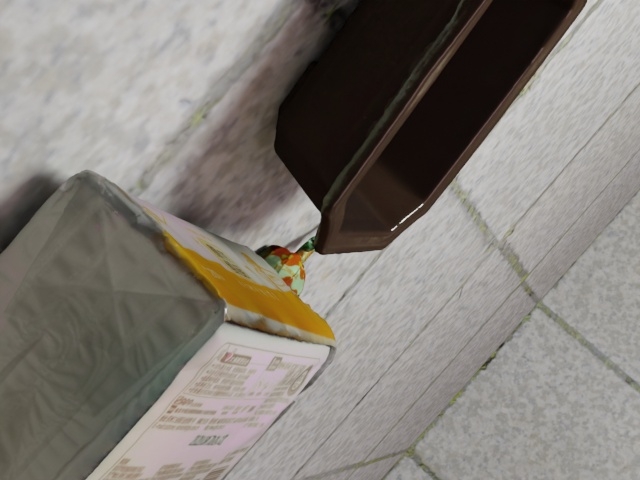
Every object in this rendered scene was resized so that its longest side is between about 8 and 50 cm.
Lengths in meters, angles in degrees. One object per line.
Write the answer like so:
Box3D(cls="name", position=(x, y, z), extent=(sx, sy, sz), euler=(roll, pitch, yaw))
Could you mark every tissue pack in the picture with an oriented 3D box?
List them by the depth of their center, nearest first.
Box3D(cls="tissue pack", position=(-0.107, 0.079, 0.549), extent=(0.185, 0.124, 0.225), euler=(-49, 162, 2))

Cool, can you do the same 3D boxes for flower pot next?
Box3D(cls="flower pot", position=(0.064, -0.113, 0.618), extent=(0.251, 0.084, 0.179), euler=(-54, 161, 16))

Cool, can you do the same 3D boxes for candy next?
Box3D(cls="candy", position=(0.000, 0.000, 0.792), extent=(0.055, 0.049, 0.184), euler=(-23, -168, 47))
